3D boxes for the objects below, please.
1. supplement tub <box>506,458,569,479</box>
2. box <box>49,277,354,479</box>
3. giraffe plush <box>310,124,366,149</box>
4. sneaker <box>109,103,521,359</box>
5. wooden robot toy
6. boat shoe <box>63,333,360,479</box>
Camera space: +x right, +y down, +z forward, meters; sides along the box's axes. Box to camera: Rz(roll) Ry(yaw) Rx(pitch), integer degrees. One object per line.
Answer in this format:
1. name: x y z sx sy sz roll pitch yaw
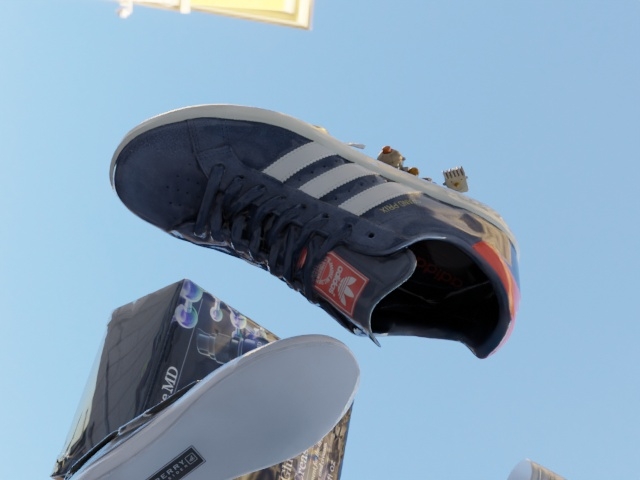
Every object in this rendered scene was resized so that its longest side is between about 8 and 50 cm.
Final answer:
1. supplement tub: 0.290 0.328 1.045 0.107 0.071 0.071 28 -62 -5
2. box: -0.164 0.297 1.322 0.212 0.294 0.395 -23 -48 40
3. giraffe plush: -0.044 -0.069 1.191 0.210 0.181 0.171 16 -70 27
4. sneaker: 0.000 0.000 0.655 0.350 0.148 0.131 14 -57 -6
5. wooden robot toy: 0.100 -0.083 1.082 0.173 0.076 0.079 -6 -65 21
6. boat shoe: -0.081 0.131 0.570 0.228 0.076 0.080 -36 -70 -5
